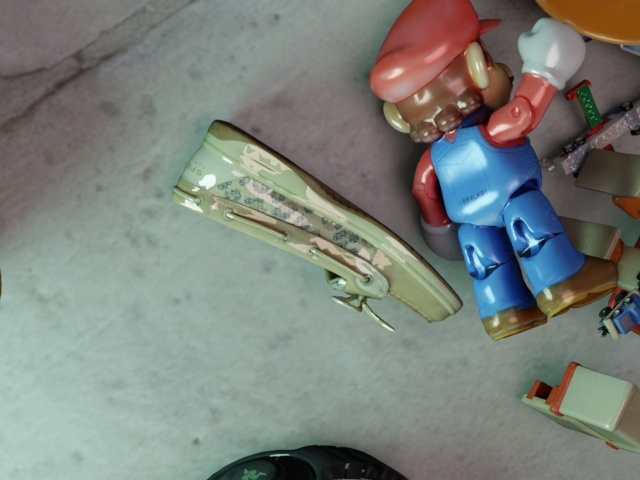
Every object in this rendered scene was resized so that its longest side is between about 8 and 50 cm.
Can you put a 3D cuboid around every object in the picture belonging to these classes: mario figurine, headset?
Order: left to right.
[{"bbox_3d":[-0.080,0.303,1.607,0.394,0.185,0.243,3,102,-35],"label":"headset"},{"bbox_3d":[0.167,-0.083,1.587,0.198,0.170,0.320,-22,83,5],"label":"mario figurine"}]

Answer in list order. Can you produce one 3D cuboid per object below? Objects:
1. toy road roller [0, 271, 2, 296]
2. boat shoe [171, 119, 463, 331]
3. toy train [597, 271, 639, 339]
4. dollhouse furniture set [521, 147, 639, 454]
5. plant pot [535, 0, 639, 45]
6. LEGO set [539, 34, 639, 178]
[{"bbox_3d":[-0.368,-0.046,1.401,0.240,0.202,0.329,12,100,-32],"label":"toy road roller"},{"bbox_3d":[0.000,0.000,1.586,0.285,0.104,0.089,34,92,-10],"label":"boat shoe"},{"bbox_3d":[0.307,0.034,1.573,0.158,0.036,0.027,-43,118,-19],"label":"toy train"},{"bbox_3d":[0.310,0.067,1.686,0.262,0.135,0.259,32,81,-33],"label":"dollhouse furniture set"},{"bbox_3d":[0.294,-0.309,1.571,0.205,0.205,0.188,20,60,-21],"label":"plant pot"},{"bbox_3d":[0.312,-0.134,1.703,0.244,0.060,0.182,15,93,-31],"label":"LEGO set"}]
